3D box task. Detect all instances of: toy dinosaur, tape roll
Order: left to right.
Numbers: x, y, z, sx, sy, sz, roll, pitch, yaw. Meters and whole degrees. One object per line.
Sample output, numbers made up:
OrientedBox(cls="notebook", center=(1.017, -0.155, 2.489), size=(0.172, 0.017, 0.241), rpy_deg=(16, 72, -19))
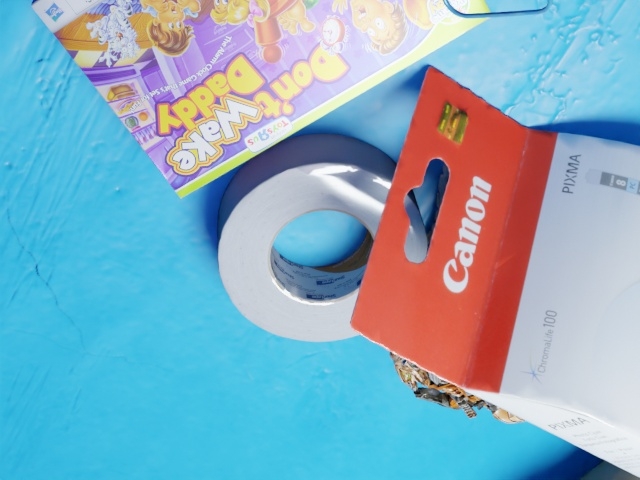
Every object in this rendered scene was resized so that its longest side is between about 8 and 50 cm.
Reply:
OrientedBox(cls="tape roll", center=(0.000, 0.000, 1.111), size=(0.219, 0.072, 0.219), rpy_deg=(-2, 121, -4))
OrientedBox(cls="toy dinosaur", center=(0.231, 0.134, 1.194), size=(0.322, 0.164, 0.218), rpy_deg=(-1, 146, -47))

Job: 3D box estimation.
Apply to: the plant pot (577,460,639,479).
OrientedBox(cls="plant pot", center=(0.438, 0.349, 1.252), size=(0.323, 0.323, 0.280), rpy_deg=(33, 96, -22))

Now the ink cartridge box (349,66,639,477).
OrientedBox(cls="ink cartridge box", center=(0.244, 0.024, 1.021), size=(0.385, 0.308, 0.091), rpy_deg=(28, 152, -19))

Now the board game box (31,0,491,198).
OrientedBox(cls="board game box", center=(-0.050, -0.224, 0.969), size=(0.347, 0.078, 0.233), rpy_deg=(-29, 119, 12))

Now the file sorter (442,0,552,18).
OrientedBox(cls="file sorter", center=(0.174, -0.279, 0.889), size=(0.170, 0.118, 0.104), rpy_deg=(-51, 127, -27))

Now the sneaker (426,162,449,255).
OrientedBox(cls="sneaker", center=(0.159, 0.000, 1.131), size=(0.083, 0.071, 0.190), rpy_deg=(6, 120, -16))
